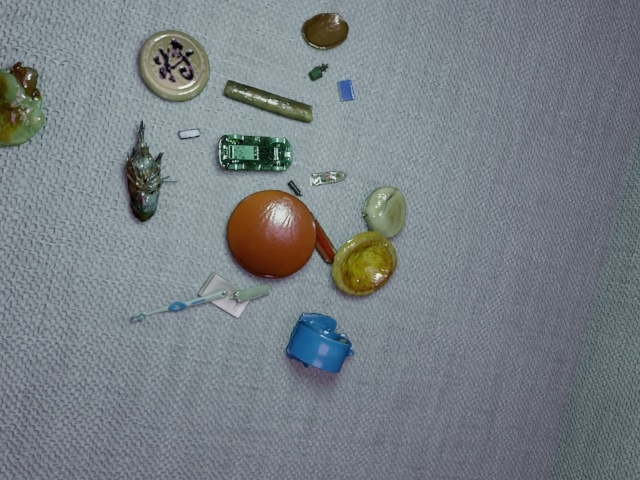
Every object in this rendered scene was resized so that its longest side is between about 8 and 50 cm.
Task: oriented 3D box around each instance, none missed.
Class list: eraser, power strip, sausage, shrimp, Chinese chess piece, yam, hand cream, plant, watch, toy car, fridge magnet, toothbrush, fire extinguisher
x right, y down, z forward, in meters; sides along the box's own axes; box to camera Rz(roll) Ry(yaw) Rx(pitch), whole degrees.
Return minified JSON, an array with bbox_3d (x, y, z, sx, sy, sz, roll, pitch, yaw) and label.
[{"bbox_3d":[0.110,-0.645,1.939,0.063,0.027,0.085,-15,99,-14],"label":"eraser"},{"bbox_3d":[-0.287,0.220,1.868,0.191,0.030,0.048,-13,87,-31],"label":"power strip"},{"bbox_3d":[0.000,0.000,1.935,0.083,0.083,0.264,-36,104,-11],"label":"sausage"},{"bbox_3d":[-0.645,-0.257,1.707,0.172,0.137,0.373,-1,105,-53],"label":"shrimp"},{"bbox_3d":[-0.550,-0.658,1.705,0.257,0.104,0.258,-2,96,-17],"label":"Chinese chess piece"},{"bbox_3d":[-0.205,-0.562,1.830,0.371,0.083,0.083,12,91,-17],"label":"yam"},{"bbox_3d":[0.035,-0.272,1.951,0.165,0.037,0.057,-10,97,-9],"label":"hand cream"},{"bbox_3d":[0.000,-0.713,1.890,0.102,0.051,0.051,-41,104,-15],"label":"plant"},{"bbox_3d":[0.022,0.453,1.877,0.305,0.274,0.242,22,88,-12],"label":"watch"},{"bbox_3d":[-0.267,-0.347,1.804,0.305,0.125,0.136,-4,97,-28],"label":"toy car"},{"bbox_3d":[-0.195,-0.024,1.814,0.363,0.155,0.364,0,100,-2],"label":"fridge magnet"},{"bbox_3d":[-0.562,0.260,1.800,0.385,0.040,0.040,-15,99,-11],"label":"toothbrush"},{"bbox_3d":[-0.108,-0.216,1.914,0.038,0.025,0.083,-33,106,27],"label":"fire extinguisher"}]

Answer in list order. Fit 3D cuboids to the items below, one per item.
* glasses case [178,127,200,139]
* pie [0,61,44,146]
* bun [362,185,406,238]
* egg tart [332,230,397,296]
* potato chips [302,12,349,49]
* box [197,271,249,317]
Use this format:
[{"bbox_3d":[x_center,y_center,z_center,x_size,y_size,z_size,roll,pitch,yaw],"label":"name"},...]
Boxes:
[{"bbox_3d":[-0.516,-0.420,1.775,0.083,0.023,0.034,-13,103,-13],"label":"glasses case"},{"bbox_3d":[-1.098,-0.469,1.570,0.256,0.105,0.275,-7,94,-1],"label":"pie"},{"bbox_3d":[0.276,-0.128,1.979,0.229,0.145,0.230,-12,106,-49],"label":"bun"},{"bbox_3d":[0.181,0.094,1.962,0.318,0.128,0.319,-8,112,-21],"label":"egg tart"},{"bbox_3d":[0.021,-0.872,1.883,0.201,0.049,0.150,-32,99,-10],"label":"potato chips"},{"bbox_3d":[-0.393,0.226,1.863,0.198,0.029,0.109,35,84,-17],"label":"box"}]
